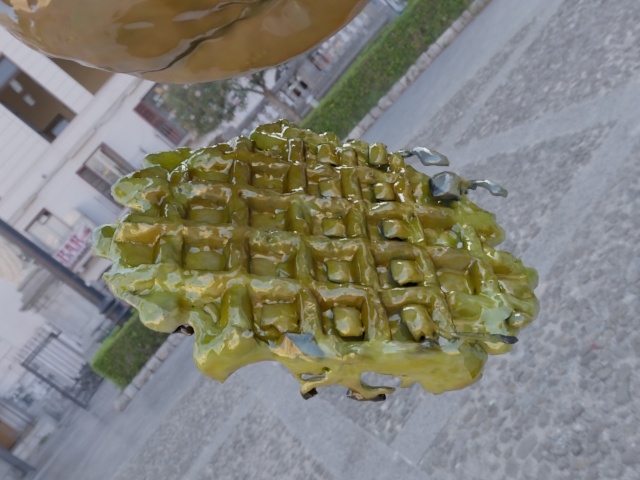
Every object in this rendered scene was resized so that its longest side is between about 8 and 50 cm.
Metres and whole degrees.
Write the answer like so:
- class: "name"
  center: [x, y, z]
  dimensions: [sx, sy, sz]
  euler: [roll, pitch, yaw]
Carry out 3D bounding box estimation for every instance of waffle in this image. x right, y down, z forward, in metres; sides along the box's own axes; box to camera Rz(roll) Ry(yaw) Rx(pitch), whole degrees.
- class: "waffle"
  center: [0.000, 0.002, 0.397]
  dimensions: [0.262, 0.280, 0.060]
  euler: [-33, -32, -35]

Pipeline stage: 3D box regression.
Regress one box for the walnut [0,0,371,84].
- class: "walnut"
  center: [-0.093, -0.289, 0.386]
  dimensions: [0.381, 0.381, 0.381]
  euler: [-46, 13, 14]
